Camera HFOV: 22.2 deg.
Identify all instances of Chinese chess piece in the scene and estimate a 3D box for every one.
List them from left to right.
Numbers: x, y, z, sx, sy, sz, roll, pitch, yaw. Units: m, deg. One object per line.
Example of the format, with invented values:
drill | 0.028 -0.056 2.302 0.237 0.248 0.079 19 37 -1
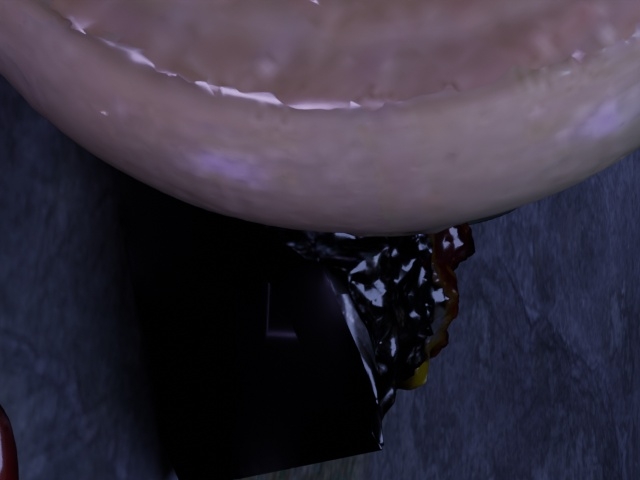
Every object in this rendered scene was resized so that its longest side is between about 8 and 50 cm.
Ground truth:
Chinese chess piece | 0.014 -0.168 0.580 0.140 0.338 0.338 81 15 -76

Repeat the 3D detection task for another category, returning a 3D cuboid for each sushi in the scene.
sushi | 0.000 0.000 0.770 0.150 0.153 0.172 -25 94 -43

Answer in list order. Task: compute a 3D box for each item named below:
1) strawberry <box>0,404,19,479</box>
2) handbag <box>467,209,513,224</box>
strawberry | -0.186 0.131 0.365 0.253 0.150 0.280 -39 131 -35
handbag | 0.062 -0.180 0.976 0.241 0.109 0.315 -66 143 -44
